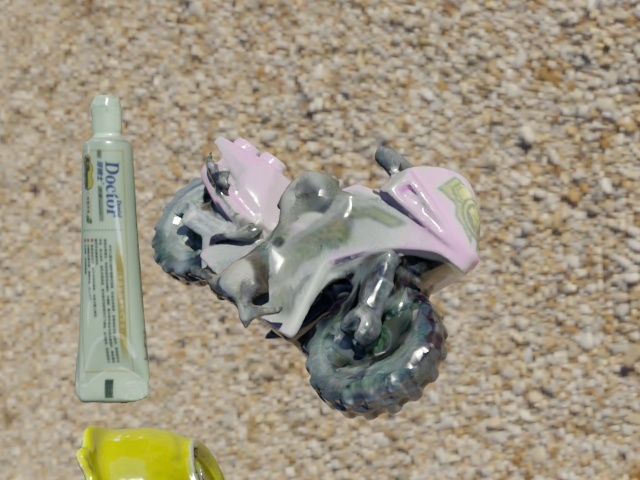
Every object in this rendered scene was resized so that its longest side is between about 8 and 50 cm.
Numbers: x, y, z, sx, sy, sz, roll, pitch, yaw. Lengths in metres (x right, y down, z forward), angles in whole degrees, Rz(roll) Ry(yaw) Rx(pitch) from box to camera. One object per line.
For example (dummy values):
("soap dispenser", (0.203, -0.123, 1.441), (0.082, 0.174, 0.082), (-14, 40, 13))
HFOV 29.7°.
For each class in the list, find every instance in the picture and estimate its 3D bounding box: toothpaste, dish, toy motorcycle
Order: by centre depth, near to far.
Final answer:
("toy motorcycle", (0.000, 0.000, 0.918), (0.188, 0.143, 0.327), (-51, 43, -5))
("dish", (-0.120, 0.213, 0.989), (0.080, 0.207, 0.149), (-23, 49, 4))
("toothpaste", (-0.176, 0.007, 1.000), (0.067, 0.037, 0.255), (-3, 88, 15))
